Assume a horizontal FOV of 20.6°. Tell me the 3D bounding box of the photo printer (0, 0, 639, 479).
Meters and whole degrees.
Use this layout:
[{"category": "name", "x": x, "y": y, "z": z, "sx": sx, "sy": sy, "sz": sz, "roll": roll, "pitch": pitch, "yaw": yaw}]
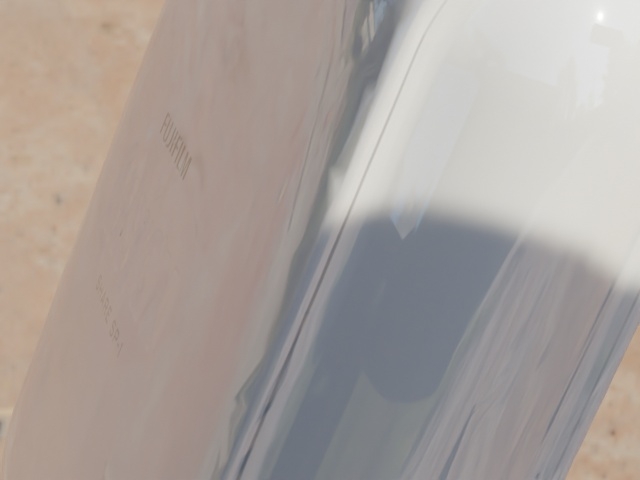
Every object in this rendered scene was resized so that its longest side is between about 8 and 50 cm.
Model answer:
[{"category": "photo printer", "x": 0.000, "y": 0.000, "z": 0.534, "sx": 0.107, "sy": 0.307, "sz": 0.256, "roll": 17, "pitch": 17, "yaw": -20}]
